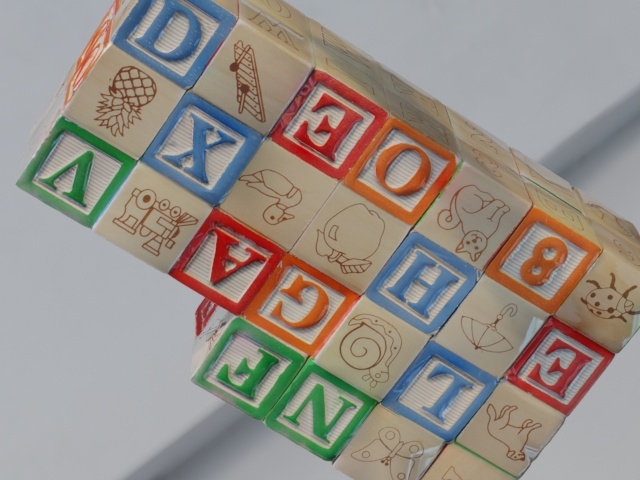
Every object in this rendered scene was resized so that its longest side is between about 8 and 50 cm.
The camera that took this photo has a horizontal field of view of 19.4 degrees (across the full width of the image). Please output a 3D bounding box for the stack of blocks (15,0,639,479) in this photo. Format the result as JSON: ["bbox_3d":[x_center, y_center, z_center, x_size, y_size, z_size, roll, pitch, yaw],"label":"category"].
[{"bbox_3d":[0.000,0.000,0.936,0.297,0.171,0.087,32,-162,-15],"label":"stack of blocks"}]
